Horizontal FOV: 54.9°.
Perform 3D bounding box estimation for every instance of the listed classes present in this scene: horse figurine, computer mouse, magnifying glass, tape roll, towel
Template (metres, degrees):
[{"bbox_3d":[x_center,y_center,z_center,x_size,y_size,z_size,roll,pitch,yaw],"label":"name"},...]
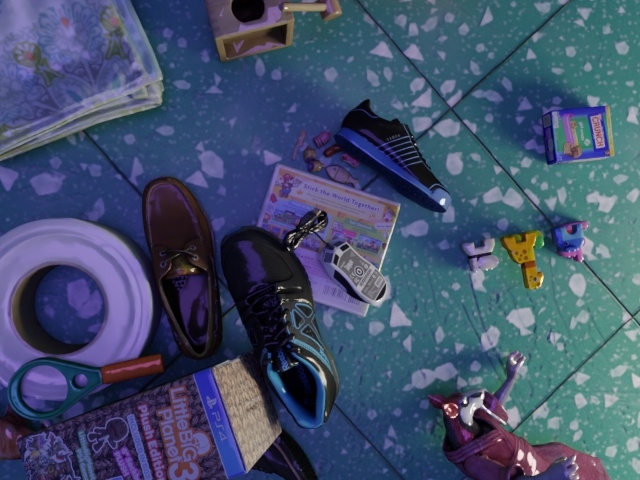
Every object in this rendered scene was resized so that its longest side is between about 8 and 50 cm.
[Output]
[{"bbox_3d":[-0.559,0.318,0.991,0.263,0.066,0.174,-30,87,-6],"label":"horse figurine"},{"bbox_3d":[0.028,0.038,1.012,0.193,0.042,0.106,45,49,-7],"label":"computer mouse"},{"bbox_3d":[-0.352,0.209,0.928,0.231,0.026,0.092,-12,92,-6],"label":"magnifying glass"},{"bbox_3d":[-0.404,0.106,0.985,0.286,0.100,0.286,0,91,-5],"label":"tape roll"},{"bbox_3d":[-0.457,-0.343,0.984,0.320,0.090,0.375,-22,92,-5],"label":"towel"}]

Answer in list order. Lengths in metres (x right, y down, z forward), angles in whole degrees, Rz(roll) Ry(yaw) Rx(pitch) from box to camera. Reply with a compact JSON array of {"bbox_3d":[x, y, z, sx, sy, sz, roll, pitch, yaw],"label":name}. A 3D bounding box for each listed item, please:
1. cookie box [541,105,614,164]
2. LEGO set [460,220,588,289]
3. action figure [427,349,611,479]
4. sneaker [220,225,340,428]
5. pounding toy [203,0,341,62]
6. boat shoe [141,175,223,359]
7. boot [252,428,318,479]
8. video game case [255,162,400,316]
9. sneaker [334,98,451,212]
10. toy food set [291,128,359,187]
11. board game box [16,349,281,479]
[{"bbox_3d":[0.452,-0.185,1.082,0.107,0.040,0.092,-7,90,-5],"label":"cookie box"},{"bbox_3d":[0.368,0.031,1.054,0.227,0.087,0.093,-10,91,-3],"label":"LEGO set"},{"bbox_3d":[0.312,0.375,1.028,0.370,0.248,0.276,37,114,-5],"label":"action figure"},{"bbox_3d":[-0.058,0.134,0.975,0.125,0.139,0.341,-26,97,6],"label":"sneaker"},{"bbox_3d":[-0.076,-0.373,0.968,0.206,0.181,0.094,-15,91,-4],"label":"pounding toy"},{"bbox_3d":[-0.216,0.039,0.994,0.110,0.104,0.307,-17,92,-8],"label":"boat shoe"},{"bbox_3d":[-0.106,0.375,1.031,0.137,0.077,0.198,-38,80,1],"label":"boot"},{"bbox_3d":[0.000,0.000,1.055,0.227,0.026,0.206,18,89,-4],"label":"video game case"},{"bbox_3d":[0.138,-0.143,1.037,0.232,0.081,0.090,36,80,-8],"label":"sneaker"},{"bbox_3d":[0.016,-0.146,1.057,0.122,0.019,0.078,19,89,-5],"label":"toy food set"},{"bbox_3d":[-0.232,0.285,0.903,0.291,0.232,0.141,-21,83,6],"label":"board game box"}]
